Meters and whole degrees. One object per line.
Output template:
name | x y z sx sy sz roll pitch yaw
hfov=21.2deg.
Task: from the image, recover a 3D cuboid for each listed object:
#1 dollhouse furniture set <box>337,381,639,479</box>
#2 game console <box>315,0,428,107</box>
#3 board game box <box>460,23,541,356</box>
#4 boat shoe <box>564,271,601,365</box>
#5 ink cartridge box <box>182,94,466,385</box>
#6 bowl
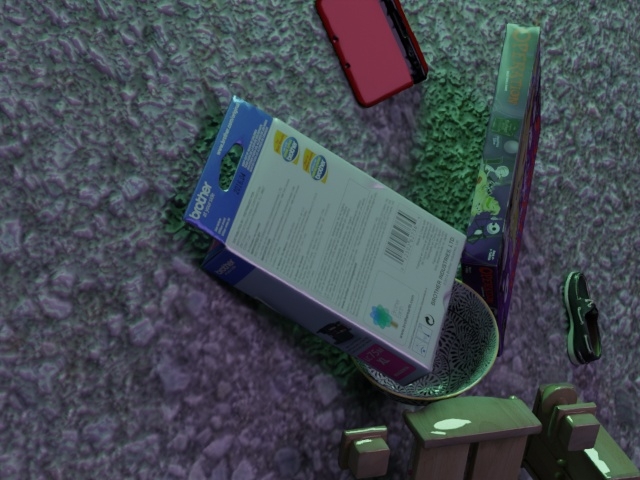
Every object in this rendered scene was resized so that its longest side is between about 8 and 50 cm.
dollhouse furniture set | 0.148 0.281 1.897 0.355 0.174 0.303 -3 121 -22
game console | 0.062 -0.243 2.035 0.124 0.085 0.144 -66 133 -77
board game box | 0.219 -0.061 2.042 0.208 0.056 0.347 86 15 -58
boat shoe | 0.342 0.098 2.212 0.046 0.038 0.125 24 60 -42
ink cartridge box | 0.000 0.000 1.801 0.311 0.065 0.186 33 52 -18
bowl | 0.108 0.124 1.887 0.080 0.170 0.170 95 14 -52
